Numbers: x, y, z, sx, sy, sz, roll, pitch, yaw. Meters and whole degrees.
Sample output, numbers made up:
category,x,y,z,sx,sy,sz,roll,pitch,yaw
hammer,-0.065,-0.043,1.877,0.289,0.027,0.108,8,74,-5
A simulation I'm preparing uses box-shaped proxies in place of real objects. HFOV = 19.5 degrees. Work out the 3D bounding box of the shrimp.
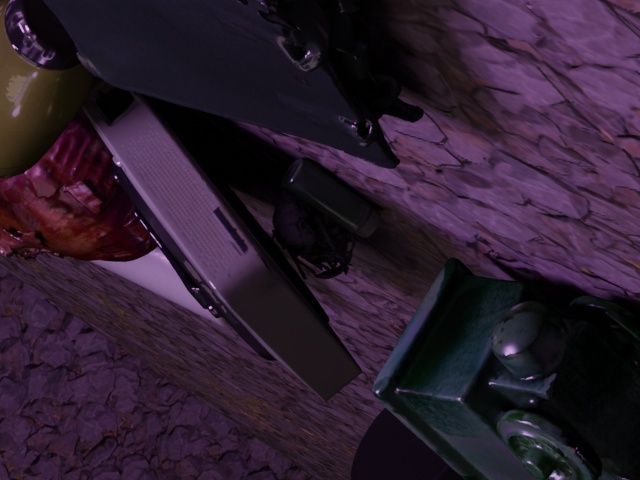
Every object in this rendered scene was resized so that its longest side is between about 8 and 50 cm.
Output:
category,x,y,z,sx,sy,sz,roll,pitch,yaw
shrimp,0.000,0.000,1.582,0.057,0.065,0.165,-3,150,23

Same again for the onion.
category,x,y,z,sx,sy,sz,roll,pitch,yaw
onion,-0.252,-0.051,1.766,0.230,0.163,0.230,43,174,5

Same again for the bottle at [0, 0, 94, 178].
category,x,y,z,sx,sy,sz,roll,pitch,yaw
bottle,-0.236,-0.134,1.469,0.112,0.112,0.260,33,154,-10

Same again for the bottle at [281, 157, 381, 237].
category,x,y,z,sx,sy,sz,roll,pitch,yaw
bottle,0.009,-0.034,1.508,0.083,0.030,0.030,33,168,-16

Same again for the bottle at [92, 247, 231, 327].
category,x,y,z,sx,sy,sz,roll,pitch,yaw
bottle,-0.169,-0.002,1.916,0.245,0.104,0.104,24,167,27

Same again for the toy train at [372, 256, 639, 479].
category,x,y,z,sx,sy,sz,roll,pitch,yaw
toy train,0.194,0.139,1.430,0.202,0.145,0.266,7,148,52

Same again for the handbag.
category,x,y,z,sx,sy,sz,roll,pitch,yaw
handbag,-0.073,-0.145,1.128,0.260,0.079,0.247,25,167,25

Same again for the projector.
category,x,y,z,sx,sy,sz,roll,pitch,yaw
projector,-0.090,0.001,1.585,0.257,0.079,0.259,52,-179,31

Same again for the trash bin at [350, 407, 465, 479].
category,x,y,z,sx,sy,sz,roll,pitch,yaw
trash bin,0.206,0.306,2.022,0.334,0.214,0.214,45,163,-25
